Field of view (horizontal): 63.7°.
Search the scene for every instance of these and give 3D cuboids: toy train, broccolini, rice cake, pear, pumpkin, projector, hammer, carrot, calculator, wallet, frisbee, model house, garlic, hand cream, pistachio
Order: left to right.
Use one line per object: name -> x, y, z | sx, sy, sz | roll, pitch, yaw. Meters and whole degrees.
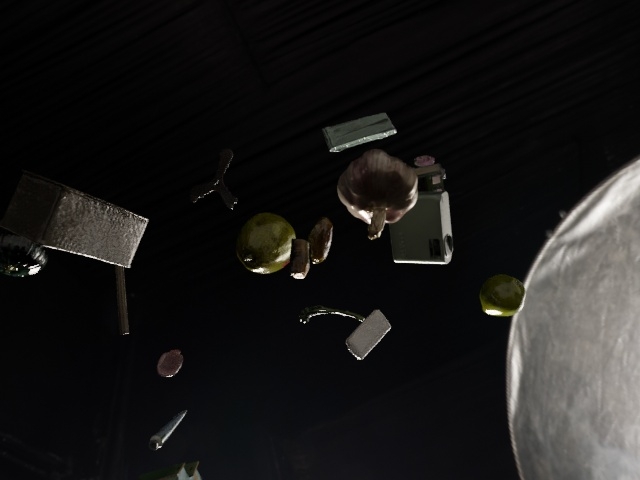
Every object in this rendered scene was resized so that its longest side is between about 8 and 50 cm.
pumpkin -> -1.035, 0.046, 1.751 | 0.202, 0.201, 0.140 | 60, -157, -51
hammer -> -0.791, 0.189, 2.052 | 0.043, 0.111, 0.366 | 144, 119, -71
model house -> -0.427, 0.716, 1.409 | 0.271, 0.178, 0.207 | -102, 0, -54
hand cream -> -0.651, 0.799, 2.193 | 0.055, 0.088, 0.256 | 53, -166, -4
calculator -> -0.660, 0.535, 2.266 | 0.166, 0.103, 0.024 | -86, 4, -60
frisbee -> -0.319, -0.165, 1.622 | 0.187, 0.211, 0.012 | 53, -164, 27
pear -> -0.264, 0.023, 2.389 | 0.288, 0.287, 0.375 | 64, -155, -10
carrot -> -0.081, 0.064, 2.001 | 0.082, 0.082, 0.173 | 60, -155, -52
pistachio -> 0.000, 0.000, 1.850 | 0.049, 0.089, 0.173 | -165, 85, -68
broccolini -> 0.028, 0.212, 1.478 | 0.052, 0.194, 0.054 | 75, -155, -43
rice cake -> 0.124, -0.350, 1.654 | 0.040, 0.226, 0.085 | 78, 176, -72
wallet -> 0.169, 0.333, 1.828 | 0.095, 0.190, 0.033 | 54, 153, -6
garlic -> 0.165, -0.115, 1.531 | 0.245, 0.244, 0.253 | 61, -149, -45
toy train -> 0.358, -0.232, 1.993 | 0.177, 0.260, 0.134 | -87, -16, -61
projector -> 0.357, -0.046, 1.829 | 0.108, 0.198, 0.251 | -26, -69, -53
pear -> 0.373, 0.117, 1.069 | 0.092, 0.097, 0.092 | 26, -153, -14

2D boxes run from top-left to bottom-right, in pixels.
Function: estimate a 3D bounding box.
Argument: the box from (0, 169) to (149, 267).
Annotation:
box -> -0.588, -0.046, 1.254 | 0.184, 0.143, 0.273 | 17, 173, 30
